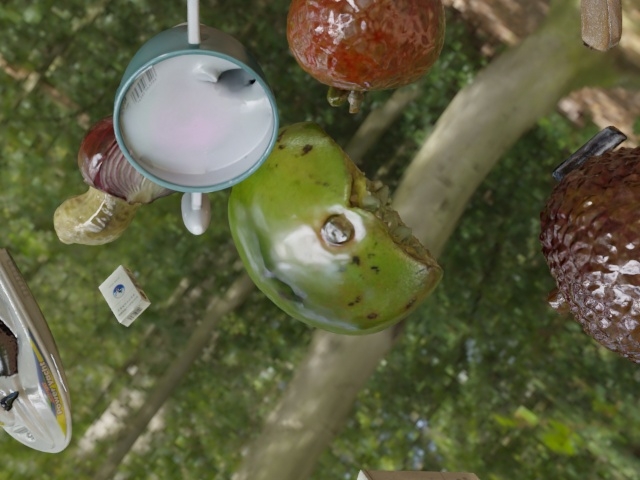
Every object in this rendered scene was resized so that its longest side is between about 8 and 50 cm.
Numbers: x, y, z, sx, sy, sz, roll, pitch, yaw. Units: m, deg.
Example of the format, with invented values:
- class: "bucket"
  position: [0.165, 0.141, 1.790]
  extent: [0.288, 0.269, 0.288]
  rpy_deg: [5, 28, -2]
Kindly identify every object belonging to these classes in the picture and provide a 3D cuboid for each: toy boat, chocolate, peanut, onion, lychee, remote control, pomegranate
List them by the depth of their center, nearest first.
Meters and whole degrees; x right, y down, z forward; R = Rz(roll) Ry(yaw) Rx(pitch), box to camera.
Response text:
- class: "lychee"
  position: [0.365, 0.014, 1.280]
  extent: [0.261, 0.260, 0.260]
  rpy_deg: [35, -172, -6]
- class: "chocolate"
  position: [0.314, -0.263, 1.329]
  extent: [0.064, 0.031, 0.100]
  rpy_deg: [-142, 38, -60]
- class: "remote control"
  position: [0.318, -0.103, 1.420]
  extent: [0.014, 0.096, 0.039]
  rpy_deg: [49, -176, -32]
- class: "toy boat"
  position: [-0.407, 0.148, 1.520]
  extent: [0.141, 0.141, 0.269]
  rpy_deg: [13, -122, -70]
- class: "onion"
  position: [-0.253, -0.134, 1.637]
  extent: [0.098, 0.151, 0.206]
  rpy_deg: [27, -168, 32]
- class: "pomegranate"
  position: [0.000, 0.000, 1.664]
  extent: [0.310, 0.216, 0.358]
  rpy_deg: [47, 176, -3]
- class: "lychee"
  position: [0.064, -0.326, 1.799]
  extent: [0.255, 0.300, 0.255]
  rpy_deg: [19, -145, -14]
- class: "peanut"
  position: [-0.325, -0.068, 1.843]
  extent: [0.098, 0.229, 0.103]
  rpy_deg: [29, -157, -37]

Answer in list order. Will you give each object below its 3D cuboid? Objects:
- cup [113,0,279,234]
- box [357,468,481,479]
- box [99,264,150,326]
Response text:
- class: "cup"
  position: [-0.134, -0.157, 1.280]
  extent: [0.168, 0.299, 0.173]
  rpy_deg: [-1, -153, -7]
- class: "box"
  position: [0.164, 0.381, 1.792]
  extent: [0.198, 0.029, 0.109]
  rpy_deg: [6, -166, -21]
- class: "box"
  position: [-0.303, 0.085, 1.847]
  extent: [0.024, 0.054, 0.083]
  rpy_deg: [31, -163, -53]
